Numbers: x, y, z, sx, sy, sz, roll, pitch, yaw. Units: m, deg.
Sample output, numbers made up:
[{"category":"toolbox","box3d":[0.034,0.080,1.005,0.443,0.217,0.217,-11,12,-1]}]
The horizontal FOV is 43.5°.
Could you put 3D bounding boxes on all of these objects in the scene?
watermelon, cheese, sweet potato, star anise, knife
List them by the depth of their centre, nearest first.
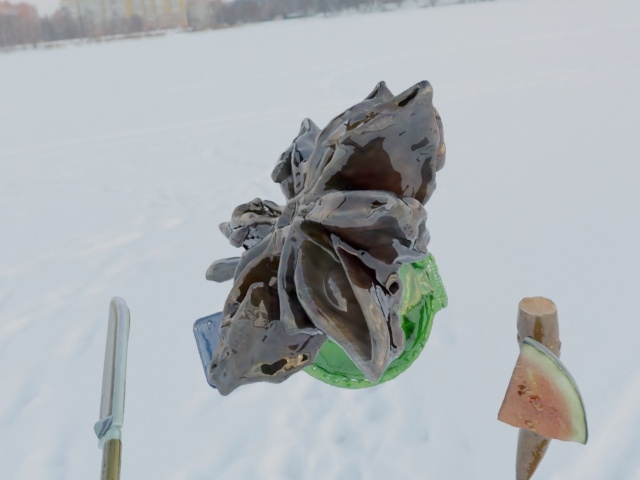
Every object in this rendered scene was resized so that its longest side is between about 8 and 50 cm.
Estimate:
[{"category":"star anise","box3d":[0.000,0.000,0.484,0.089,0.209,0.231,34,-2,-19]},{"category":"knife","box3d":[-0.215,0.184,0.807,0.027,0.061,0.343,15,43,-24]},{"category":"watermelon","box3d":[0.238,0.179,0.909,0.094,0.125,0.135,-35,-7,-10]},{"category":"cheese","box3d":[0.000,0.096,1.011,0.320,0.204,0.083,-18,-12,3]},{"category":"sweet potato","box3d":[0.286,0.208,1.057,0.059,0.281,0.067,2,29,17]}]
